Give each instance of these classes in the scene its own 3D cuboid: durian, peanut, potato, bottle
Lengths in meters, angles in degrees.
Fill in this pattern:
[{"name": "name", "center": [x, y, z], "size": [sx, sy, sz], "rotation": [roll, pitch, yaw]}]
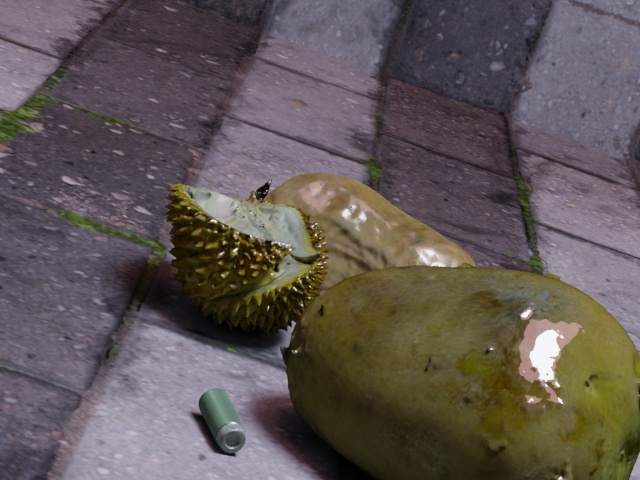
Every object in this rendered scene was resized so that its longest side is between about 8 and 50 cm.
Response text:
[{"name": "durian", "center": [-0.088, 0.020, 2.157], "size": [0.193, 0.137, 0.237], "rotation": [17, 19, 0]}, {"name": "peanut", "center": [0.067, 0.021, 2.325], "size": [0.291, 0.143, 0.159], "rotation": [28, 28, 20]}, {"name": "potato", "center": [0.141, 0.135, 1.876], "size": [0.359, 0.219, 0.270], "rotation": [25, 48, 33]}, {"name": "bottle", "center": [-0.092, 0.169, 1.849], "size": [0.030, 0.030, 0.083], "rotation": [13, 18, -22]}]
